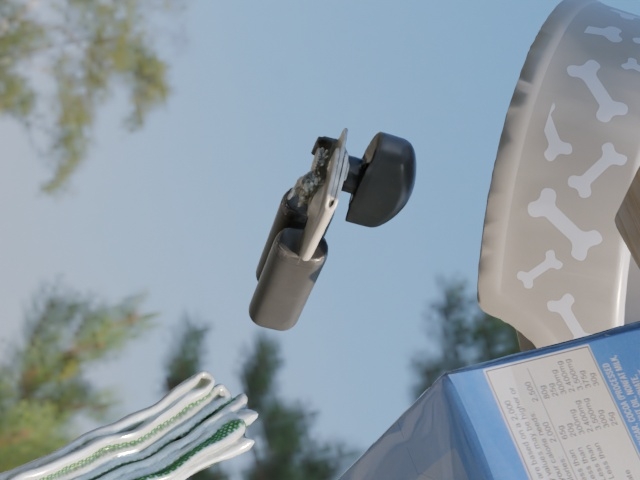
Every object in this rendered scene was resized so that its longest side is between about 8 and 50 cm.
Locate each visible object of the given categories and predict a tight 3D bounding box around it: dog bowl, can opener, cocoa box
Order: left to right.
[{"bbox_3d":[0.000,0.000,1.447,0.280,0.093,0.074,123,-18,-61],"label":"can opener"},{"bbox_3d":[0.132,0.212,0.974,0.231,0.228,0.347,68,-29,20],"label":"cocoa box"},{"bbox_3d":[0.224,-0.011,1.372,0.349,0.102,0.348,10,90,-67],"label":"dog bowl"}]

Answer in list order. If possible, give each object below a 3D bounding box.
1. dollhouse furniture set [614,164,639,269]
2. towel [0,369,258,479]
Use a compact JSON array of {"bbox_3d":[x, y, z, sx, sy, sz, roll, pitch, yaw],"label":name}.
[{"bbox_3d":[0.267,-0.105,0.763,0.303,0.198,0.286,107,-32,-47],"label":"dollhouse furniture set"},{"bbox_3d":[-0.092,0.077,0.465,0.152,0.113,0.023,-33,-100,59],"label":"towel"}]
